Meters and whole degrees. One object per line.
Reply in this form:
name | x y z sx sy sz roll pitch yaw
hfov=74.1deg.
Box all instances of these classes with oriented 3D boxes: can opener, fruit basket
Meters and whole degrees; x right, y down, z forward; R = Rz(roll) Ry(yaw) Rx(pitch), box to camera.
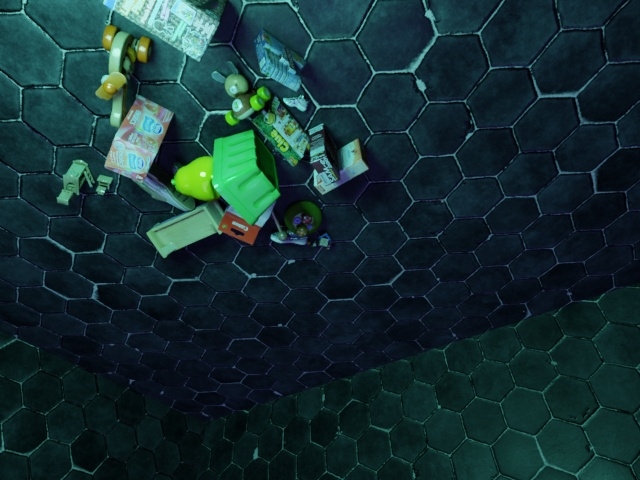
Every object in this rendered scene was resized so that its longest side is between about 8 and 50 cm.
can opener | -0.119 -0.358 1.792 0.186 0.073 0.059 13 126 -28
fruit basket | -0.372 -0.237 1.678 0.392 0.391 0.283 -23 132 19

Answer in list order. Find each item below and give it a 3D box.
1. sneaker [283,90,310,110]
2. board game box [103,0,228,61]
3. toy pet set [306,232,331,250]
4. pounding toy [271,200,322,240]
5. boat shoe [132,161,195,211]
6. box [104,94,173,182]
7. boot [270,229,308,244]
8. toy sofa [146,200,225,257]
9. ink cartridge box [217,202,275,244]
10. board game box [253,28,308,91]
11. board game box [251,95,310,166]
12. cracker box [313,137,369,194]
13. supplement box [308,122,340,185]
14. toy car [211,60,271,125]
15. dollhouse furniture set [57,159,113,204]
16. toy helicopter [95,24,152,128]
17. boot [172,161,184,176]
sneaker | -0.088 -0.543 1.620 0.098 0.038 0.069 12 133 -28
board game box | -0.452 -0.721 1.279 0.291 0.232 0.141 25 128 -26
toy pet set | 0.000 0.000 2.176 0.122 0.065 0.114 14 168 -13
pounding toy | -0.105 -0.078 2.003 0.237 0.110 0.182 -14 119 3
boat shoe | -0.690 -0.230 1.862 0.103 0.113 0.302 -30 120 27
box | -0.666 -0.378 1.567 0.142 0.299 0.154 24 129 -25
boot | -0.150 -0.035 2.120 0.190 0.069 0.086 5 127 -18
toy sofa | -0.615 -0.071 2.009 0.363 0.177 0.150 -21 113 19
ink cartridge box | -0.332 -0.119 1.924 0.189 0.232 0.066 26 169 -26
board game box | -0.123 -0.613 1.467 0.194 0.194 0.060 15 135 -37
board game box | -0.145 -0.429 1.685 0.136 0.030 0.260 -50 127 -5
cracker box | 0.082 -0.310 1.778 0.232 0.155 0.067 -28 130 23
supplement box | 0.015 -0.343 1.682 0.073 0.239 0.130 -21 133 17
toy car | -0.305 -0.547 1.541 0.155 0.148 0.188 -19 123 30
dollhouse furniture set | -0.986 -0.234 1.782 0.161 0.181 0.101 13 133 -15
toy helicopter | -0.690 -0.532 1.457 0.140 0.234 0.355 14 133 -17
boot | -0.507 -0.284 1.833 0.209 0.076 0.189 -5 150 11
